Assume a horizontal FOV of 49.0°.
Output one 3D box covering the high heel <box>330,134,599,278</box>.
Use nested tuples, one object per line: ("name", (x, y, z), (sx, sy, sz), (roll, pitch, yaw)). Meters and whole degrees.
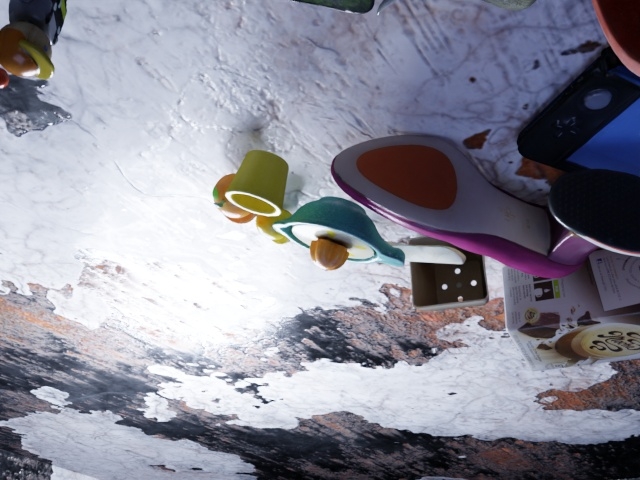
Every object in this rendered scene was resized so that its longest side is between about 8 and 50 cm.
("high heel", (0.180, -0.023, 0.915), (0.378, 0.127, 0.181), (17, 156, -8))

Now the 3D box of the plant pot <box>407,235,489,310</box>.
("plant pot", (0.198, 0.055, 1.047), (0.109, 0.109, 0.096), (-9, 157, 19))

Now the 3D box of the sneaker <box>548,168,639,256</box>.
("sneaker", (0.402, -0.012, 0.819), (0.270, 0.090, 0.145), (10, 173, 17))

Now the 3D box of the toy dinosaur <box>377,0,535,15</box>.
("toy dinosaur", (0.129, -0.233, 0.504), (0.121, 0.313, 0.160), (-22, 123, -8))

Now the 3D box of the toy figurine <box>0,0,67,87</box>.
("toy figurine", (-0.356, -0.211, 0.634), (0.210, 0.148, 0.213), (-16, 142, 28))

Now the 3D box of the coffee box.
("coffee box", (0.449, 0.101, 1.074), (0.297, 0.118, 0.168), (-13, 143, 24))

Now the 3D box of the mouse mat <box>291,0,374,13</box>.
("mouse mat", (-0.043, -0.270, 0.602), (0.190, 0.007, 0.152), (12, 148, 10))

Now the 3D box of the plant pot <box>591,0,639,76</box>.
("plant pot", (0.325, -0.255, 0.417), (0.265, 0.272, 0.272), (-9, 146, 6))

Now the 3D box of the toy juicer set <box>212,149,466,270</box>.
("toy juicer set", (0.000, 0.000, 0.934), (0.329, 0.089, 0.209), (24, 162, -24))

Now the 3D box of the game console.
("game console", (0.404, -0.076, 0.751), (0.293, 0.173, 0.250), (16, 145, -18))
